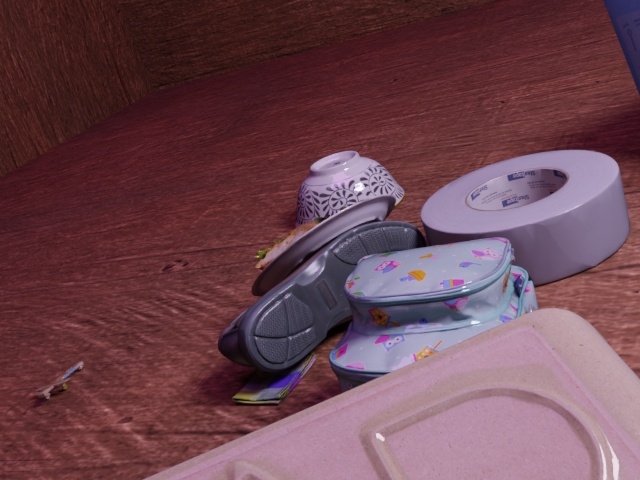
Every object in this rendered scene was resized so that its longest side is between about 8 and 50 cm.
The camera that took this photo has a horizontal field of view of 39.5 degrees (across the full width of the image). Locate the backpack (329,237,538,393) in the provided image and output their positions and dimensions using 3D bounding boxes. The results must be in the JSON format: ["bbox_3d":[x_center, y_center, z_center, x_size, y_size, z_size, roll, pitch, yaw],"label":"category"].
[{"bbox_3d":[0.092,0.084,0.715,0.166,0.144,0.188,-6,25,18],"label":"backpack"}]

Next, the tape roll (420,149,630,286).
[{"bbox_3d":[0.225,-0.026,0.988,0.219,0.072,0.219,-18,19,6],"label":"tape roll"}]

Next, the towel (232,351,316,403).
[{"bbox_3d":[-0.046,0.137,0.893,0.060,0.009,0.083,-6,23,31],"label":"towel"}]

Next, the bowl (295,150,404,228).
[{"bbox_3d":[0.031,-0.082,1.307,0.170,0.080,0.170,-18,19,6],"label":"bowl"}]

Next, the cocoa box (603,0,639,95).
[{"bbox_3d":[0.532,-0.247,0.974,0.228,0.231,0.347,-27,9,-18],"label":"cocoa box"}]

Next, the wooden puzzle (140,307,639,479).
[{"bbox_3d":[0.060,0.201,0.414,0.348,0.080,0.322,-18,40,-11],"label":"wooden puzzle"}]

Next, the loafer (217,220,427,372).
[{"bbox_3d":[0.002,0.051,0.952,0.267,0.096,0.084,-29,12,-36],"label":"loafer"}]

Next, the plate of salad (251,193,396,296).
[{"bbox_3d":[0.000,0.000,1.032,0.200,0.048,0.200,-33,-14,-9],"label":"plate of salad"}]

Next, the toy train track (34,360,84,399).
[{"bbox_3d":[-0.304,0.167,1.050,0.048,0.014,0.083,-19,12,23],"label":"toy train track"}]
